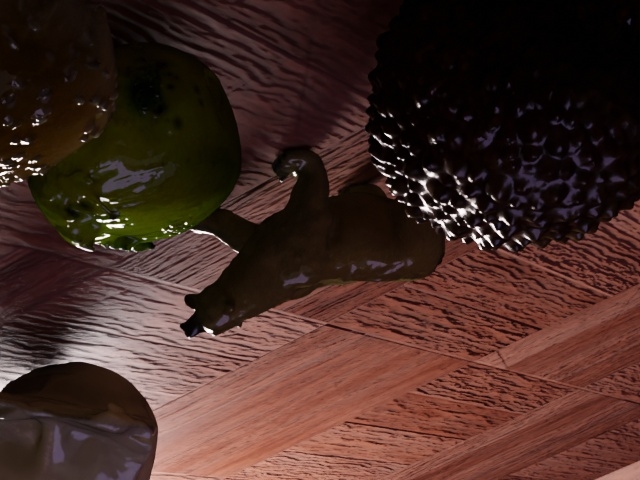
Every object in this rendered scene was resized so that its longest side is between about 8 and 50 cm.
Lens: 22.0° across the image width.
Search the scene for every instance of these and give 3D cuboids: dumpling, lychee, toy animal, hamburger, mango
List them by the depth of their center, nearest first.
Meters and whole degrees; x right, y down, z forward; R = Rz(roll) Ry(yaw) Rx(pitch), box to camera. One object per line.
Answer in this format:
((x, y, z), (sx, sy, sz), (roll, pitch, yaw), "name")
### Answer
((-0.201, -0.076, 0.728), (0.215, 0.122, 0.189), (-14, 162, -8), "hamburger")
((-0.104, -0.049, 0.918), (0.119, 0.100, 0.178), (-25, 165, -5), "mango")
((0.110, -0.075, 0.942), (0.188, 0.188, 0.188), (-17, 160, -6), "lychee")
((0.000, 0.000, 1.136), (0.218, 0.101, 0.103), (-8, 159, -28), "toy animal")
((-0.230, 0.163, 1.323), (0.193, 0.147, 0.258), (19, 156, -10), "dumpling")
